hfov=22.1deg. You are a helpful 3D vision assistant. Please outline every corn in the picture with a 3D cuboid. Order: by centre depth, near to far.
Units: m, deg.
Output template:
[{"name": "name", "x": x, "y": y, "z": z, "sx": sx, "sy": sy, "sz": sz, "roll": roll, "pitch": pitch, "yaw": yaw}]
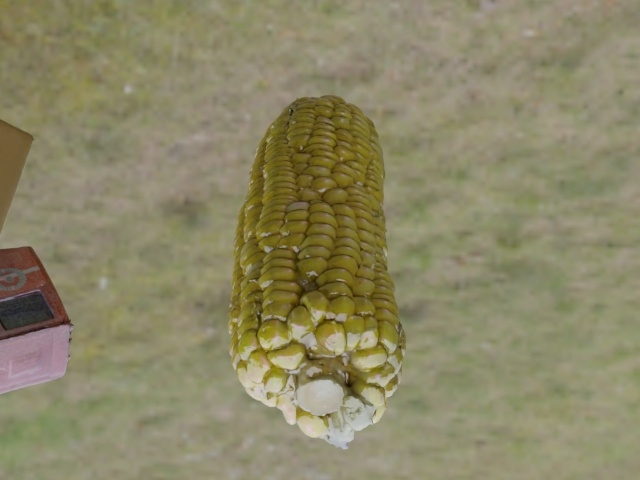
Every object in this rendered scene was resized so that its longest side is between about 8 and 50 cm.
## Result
[{"name": "corn", "x": 0.000, "y": 0.000, "z": 0.965, "sx": 0.101, "sy": 0.292, "sz": 0.101, "roll": 1, "pitch": 125, "yaw": 2}]

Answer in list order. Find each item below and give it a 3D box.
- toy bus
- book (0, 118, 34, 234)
[{"name": "toy bus", "x": -0.267, "y": 0.064, "z": 0.963, "sx": 0.234, "sy": 0.096, "sz": 0.074, "roll": -15, "pitch": 138, "yaw": -30}, {"name": "book", "x": -0.263, "y": -0.008, "z": 0.629, "sx": 0.295, "sy": 0.208, "sz": 0.020, "roll": 28, "pitch": 161, "yaw": -37}]
